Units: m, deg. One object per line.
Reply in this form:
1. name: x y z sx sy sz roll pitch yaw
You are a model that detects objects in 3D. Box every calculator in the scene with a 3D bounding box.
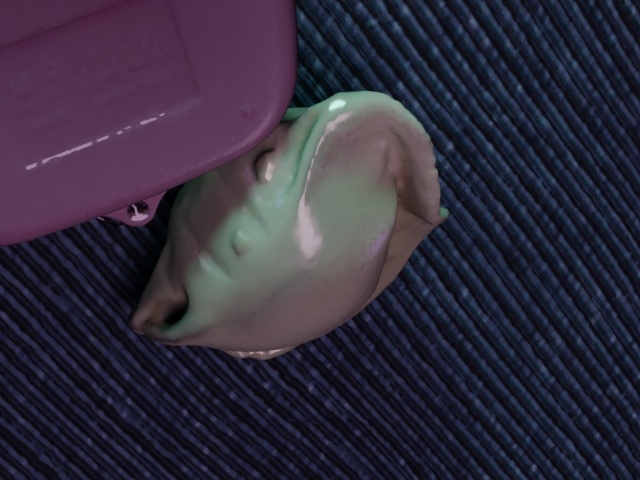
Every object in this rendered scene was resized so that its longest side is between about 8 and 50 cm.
1. calculator: -0.109 -0.118 0.604 0.194 0.043 0.294 -23 126 -9

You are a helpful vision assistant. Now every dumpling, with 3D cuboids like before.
1. dumpling: 0.001 -0.001 0.754 0.134 0.100 0.169 11 114 -39
